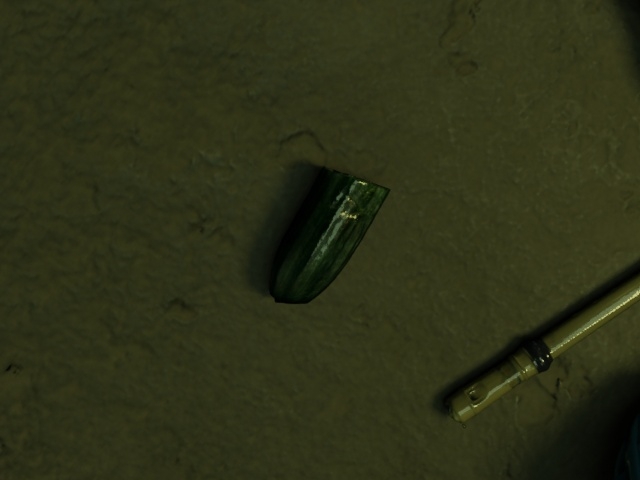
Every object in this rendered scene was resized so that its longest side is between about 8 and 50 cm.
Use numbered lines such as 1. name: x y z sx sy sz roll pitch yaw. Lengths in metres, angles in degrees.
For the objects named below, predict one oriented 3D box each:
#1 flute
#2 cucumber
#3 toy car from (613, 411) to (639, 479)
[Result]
1. flute: 0.187 0.058 0.769 0.233 0.027 0.027 -34 103 0
2. cucumber: 0.000 0.000 0.720 0.048 0.048 0.105 29 96 -12
3. toy car: 0.345 0.221 0.749 0.314 0.198 0.166 26 129 -15
